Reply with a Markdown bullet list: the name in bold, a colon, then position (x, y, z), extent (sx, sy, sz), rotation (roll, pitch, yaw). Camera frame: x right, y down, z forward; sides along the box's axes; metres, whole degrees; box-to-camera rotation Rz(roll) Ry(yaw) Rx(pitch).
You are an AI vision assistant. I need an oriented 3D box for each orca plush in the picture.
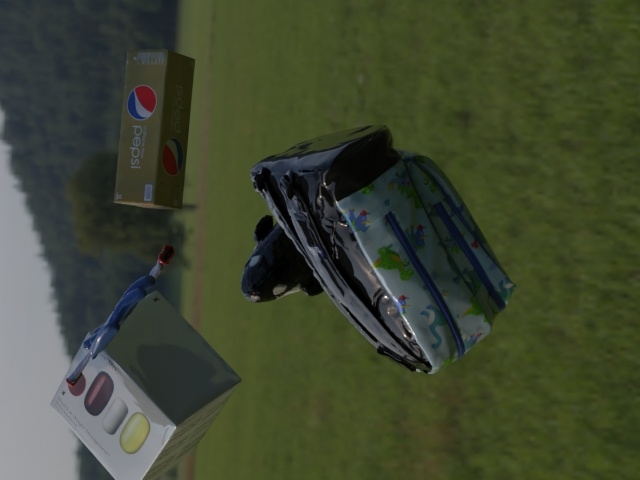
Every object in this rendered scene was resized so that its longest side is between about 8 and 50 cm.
- **orca plush**: position (0.000, 0.000, 2.150), extent (0.151, 0.287, 0.102), rotation (65, 151, 6)

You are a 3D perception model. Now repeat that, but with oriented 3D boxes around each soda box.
- **soda box**: position (-0.192, -0.129, 1.572), extent (0.061, 0.058, 0.181), rotation (9, -94, -63)

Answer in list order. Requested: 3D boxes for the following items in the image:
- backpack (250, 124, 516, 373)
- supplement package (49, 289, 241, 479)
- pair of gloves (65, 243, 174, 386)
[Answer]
- **backpack**: position (0.099, 0.015, 1.842), extent (0.290, 0.273, 0.355), rotation (1, 115, 67)
- **supplement package**: position (-0.262, 0.226, 2.002), extent (0.149, 0.194, 0.203), rotation (-33, -17, -45)
- **pair of gloves**: position (-0.228, 0.083, 1.525), extent (0.159, 0.023, 0.198), rotation (-50, 5, 16)
